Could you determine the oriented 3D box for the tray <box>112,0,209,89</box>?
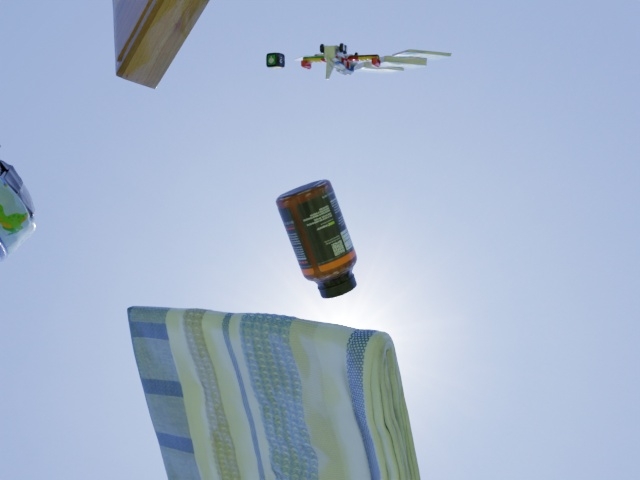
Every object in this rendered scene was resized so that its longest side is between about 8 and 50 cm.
[{"bbox_3d":[-0.195,-0.440,0.880,0.076,0.411,0.203,11,-128,-36],"label":"tray"}]

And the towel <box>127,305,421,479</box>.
[{"bbox_3d":[-0.048,0.156,0.483,0.284,0.034,0.210,0,-73,39],"label":"towel"}]

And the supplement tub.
[{"bbox_3d":[0.000,0.000,1.062,0.105,0.106,0.198,-20,-80,-6],"label":"supplement tub"}]

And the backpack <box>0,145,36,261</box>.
[{"bbox_3d":[-0.522,-0.058,0.799,0.273,0.355,0.290,-49,-54,-42],"label":"backpack"}]

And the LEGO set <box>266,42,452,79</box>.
[{"bbox_3d":[0.048,-0.260,0.918,0.244,0.182,0.060,-2,-82,-24],"label":"LEGO set"}]
